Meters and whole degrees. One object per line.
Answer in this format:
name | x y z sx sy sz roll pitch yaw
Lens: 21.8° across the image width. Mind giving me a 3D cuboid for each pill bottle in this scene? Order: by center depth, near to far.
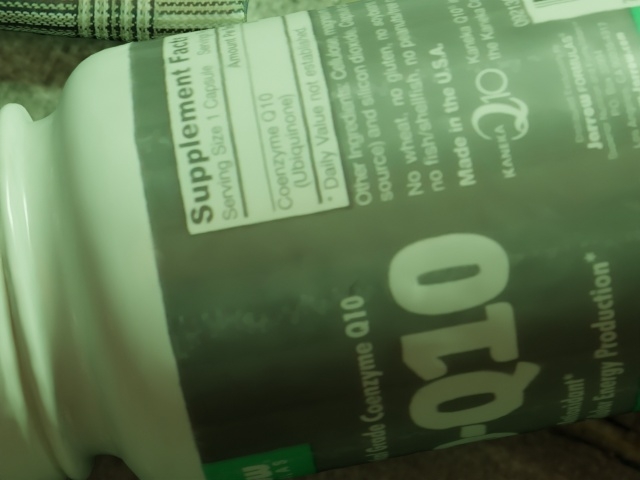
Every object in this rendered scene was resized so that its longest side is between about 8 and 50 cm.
pill bottle | 0.000 0.000 0.744 0.361 0.204 0.204 -11 83 0

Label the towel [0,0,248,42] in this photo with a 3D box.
towel | -0.170 -0.269 0.853 0.312 0.056 0.324 6 82 1
